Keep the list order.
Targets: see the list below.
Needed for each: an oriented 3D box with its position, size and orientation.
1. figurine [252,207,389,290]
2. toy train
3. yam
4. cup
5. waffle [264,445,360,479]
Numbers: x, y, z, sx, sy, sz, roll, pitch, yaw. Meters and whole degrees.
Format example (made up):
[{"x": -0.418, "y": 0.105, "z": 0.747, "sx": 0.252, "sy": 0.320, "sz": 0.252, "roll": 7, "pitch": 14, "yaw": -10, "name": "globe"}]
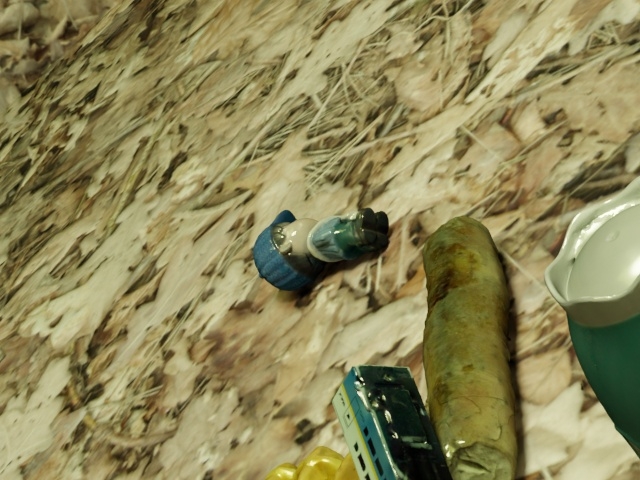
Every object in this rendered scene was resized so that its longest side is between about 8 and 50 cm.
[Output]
[{"x": 0.001, "y": 0.009, "z": 1.842, "sx": 0.136, "sy": 0.077, "sz": 0.079, "roll": 0, "pitch": 82, "yaw": 37, "name": "figurine"}, {"x": 0.069, "y": 0.192, "z": 1.369, "sx": 0.051, "sy": 0.052, "sz": 0.234, "roll": -60, "pitch": 39, "yaw": 40, "name": "toy train"}, {"x": 0.116, "y": 0.083, "z": 1.526, "sx": 0.317, "sy": 0.071, "sz": 0.067, "roll": -88, "pitch": 13, "yaw": -57, "name": "yam"}, {"x": 0.237, "y": 0.054, "z": 1.257, "sx": 0.167, "sy": 0.173, "sz": 0.299, "roll": -46, "pitch": 25, "yaw": -3, "name": "cup"}, {"x": -0.041, "y": 0.270, "z": 1.469, "sx": 0.309, "sy": 0.065, "sz": 0.283, "roll": -44, "pitch": 23, "yaw": 1, "name": "waffle"}]
